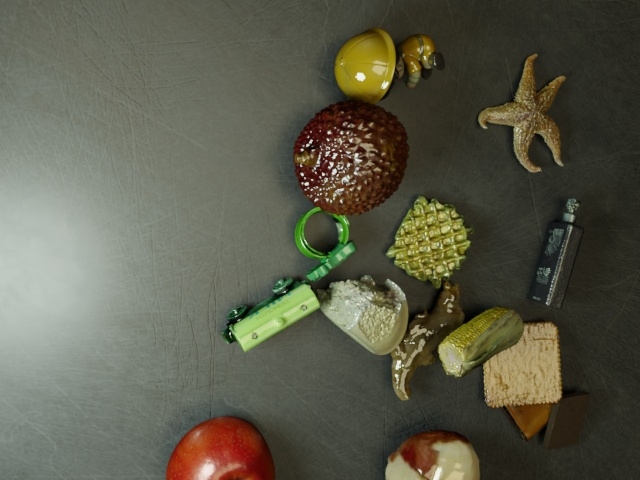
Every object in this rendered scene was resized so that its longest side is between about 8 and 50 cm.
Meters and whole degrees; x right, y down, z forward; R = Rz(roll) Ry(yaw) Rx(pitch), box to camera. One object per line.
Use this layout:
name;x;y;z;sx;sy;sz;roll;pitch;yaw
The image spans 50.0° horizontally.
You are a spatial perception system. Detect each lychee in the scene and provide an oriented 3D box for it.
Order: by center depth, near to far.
lychee;0.073;-0.192;1.616;0.304;0.276;0.275;-6;99;-36

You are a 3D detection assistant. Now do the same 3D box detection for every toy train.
toy train;-0.117;0.181;1.657;0.253;0.157;0.105;-30;105;-13

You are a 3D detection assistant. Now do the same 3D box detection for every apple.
apple;-0.230;0.553;1.636;0.261;0.216;0.260;-2;96;-21

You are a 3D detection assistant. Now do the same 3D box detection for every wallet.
wallet;0.605;0.463;1.995;0.161;0.042;0.195;-39;107;-7

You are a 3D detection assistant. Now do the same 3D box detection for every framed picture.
framed picture;0.723;0.529;2.020;0.128;0.023;0.168;-1;108;-28

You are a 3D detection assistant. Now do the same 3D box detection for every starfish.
starfish;0.587;-0.350;1.881;0.299;0.060;0.302;20;89;-17

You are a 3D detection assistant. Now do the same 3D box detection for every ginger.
ginger;0.278;0.255;1.843;0.166;0.080;0.333;45;83;-5

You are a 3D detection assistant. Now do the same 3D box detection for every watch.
watch;0.000;0.000;1.698;0.165;0.131;0.152;-36;96;-10

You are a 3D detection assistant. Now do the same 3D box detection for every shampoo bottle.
shampoo bottle;0.674;0.033;1.934;0.071;0.098;0.309;16;91;-15

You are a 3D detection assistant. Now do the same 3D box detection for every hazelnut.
hazelnut;0.315;0.626;1.836;0.261;0.241;0.261;2;101;10

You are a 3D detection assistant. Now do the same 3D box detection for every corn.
corn;0.427;0.267;1.815;0.305;0.123;0.122;-22;127;-40

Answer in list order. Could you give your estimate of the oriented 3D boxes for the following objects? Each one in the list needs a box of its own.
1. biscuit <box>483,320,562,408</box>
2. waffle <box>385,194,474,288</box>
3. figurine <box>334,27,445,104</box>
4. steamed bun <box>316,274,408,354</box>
biscuit;0.572;0.351;1.948;0.232;0.013;0.236;-2;86;-6
waffle;0.300;0.002;1.828;0.204;0.054;0.223;30;86;-8
figurine;0.155;-0.433;1.665;0.257;0.192;0.167;-25;116;-20
steamed bun;0.105;0.157;1.700;0.200;0.225;0.170;36;87;-36
